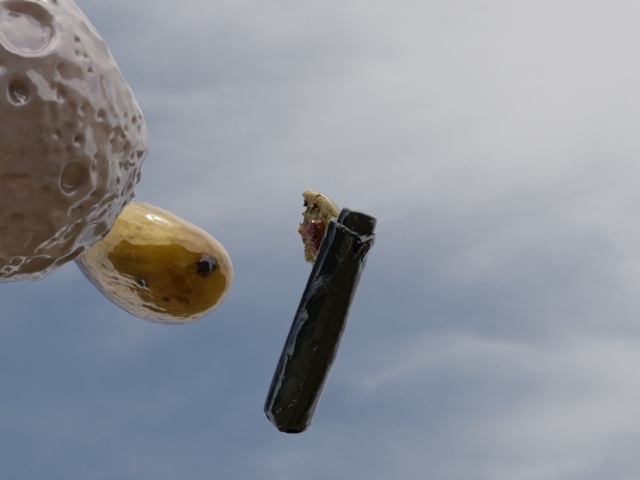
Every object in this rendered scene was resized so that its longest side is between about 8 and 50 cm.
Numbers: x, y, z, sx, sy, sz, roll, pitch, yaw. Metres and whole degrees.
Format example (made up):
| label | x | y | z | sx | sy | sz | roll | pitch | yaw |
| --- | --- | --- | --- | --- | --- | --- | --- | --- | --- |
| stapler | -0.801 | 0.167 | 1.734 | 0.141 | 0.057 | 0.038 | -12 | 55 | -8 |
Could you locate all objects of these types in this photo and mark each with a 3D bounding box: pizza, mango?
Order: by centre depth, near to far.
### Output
| label | x | y | z | sx | sy | sz | roll | pitch | yaw |
| --- | --- | --- | --- | --- | --- | --- | --- | --- | --- |
| pizza | 0.000 | 0.000 | 1.192 | 0.025 | 0.083 | 0.078 | -11 | -47 | -38 |
| mango | -0.202 | 0.022 | 1.420 | 0.157 | 0.262 | 0.109 | 47 | -115 | -37 |

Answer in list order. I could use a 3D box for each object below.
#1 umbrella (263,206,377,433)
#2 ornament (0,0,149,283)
| label | x | y | z | sx | sy | sz | roll | pitch | yaw |
| --- | --- | --- | --- | --- | --- | --- | --- | --- | --- |
| umbrella | 0.001 | 0.046 | 0.719 | 0.031 | 0.036 | 0.133 | 16 | -87 | -40 |
| ornament | -0.274 | -0.087 | 1.018 | 0.225 | 0.259 | 0.259 | -37 | -48 | -16 |
